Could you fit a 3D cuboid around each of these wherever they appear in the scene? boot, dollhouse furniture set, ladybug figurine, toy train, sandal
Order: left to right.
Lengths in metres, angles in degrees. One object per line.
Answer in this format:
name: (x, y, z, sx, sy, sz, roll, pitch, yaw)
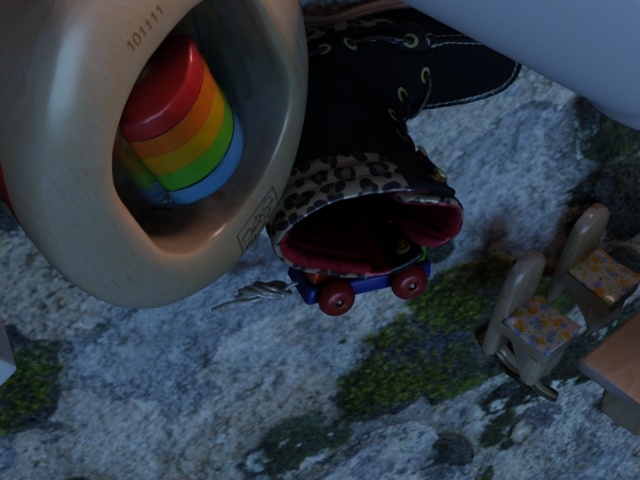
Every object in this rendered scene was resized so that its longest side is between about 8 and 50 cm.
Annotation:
ladybug figurine: (-0.146, -0.114, 1.425, 0.305, 0.162, 0.449, -55, 156, -17)
toy train: (0.000, 0.000, 1.977, 0.248, 0.105, 0.143, -12, 128, -18)
boot: (0.065, -0.105, 1.744, 0.377, 0.284, 0.138, -2, 134, -26)
sandal: (0.262, 0.155, 2.319, 0.049, 0.072, 0.180, -51, 135, -5)
dollhouse furniture set: (0.464, 0.060, 2.111, 0.394, 0.362, 0.256, -34, 152, -39)

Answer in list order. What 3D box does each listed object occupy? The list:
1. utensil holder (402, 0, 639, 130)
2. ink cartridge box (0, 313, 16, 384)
utensil holder: (0.204, -0.310, 1.549, 0.385, 0.327, 0.327, 21, 121, -31)
ink cartridge box: (-0.394, 0.083, 1.747, 0.160, 0.219, 0.092, -44, 135, 18)
